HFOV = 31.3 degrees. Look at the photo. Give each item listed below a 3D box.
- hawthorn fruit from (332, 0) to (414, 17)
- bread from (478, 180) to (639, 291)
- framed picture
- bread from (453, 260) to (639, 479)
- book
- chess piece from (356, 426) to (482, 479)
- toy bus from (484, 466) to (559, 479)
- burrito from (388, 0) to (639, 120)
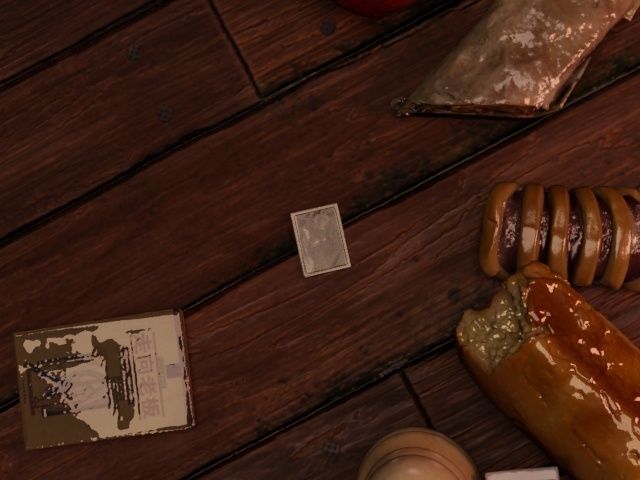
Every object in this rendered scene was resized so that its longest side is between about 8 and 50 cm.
[{"bbox_3d":[0.052,-0.377,1.470,0.235,0.181,0.181,-10,81,5],"label":"hawthorn fruit"},{"bbox_3d":[0.312,-0.007,1.434,0.225,0.081,0.134,2,82,7],"label":"bread"},{"bbox_3d":[0.000,0.000,1.505,0.066,0.006,0.089,-12,82,4],"label":"framed picture"},{"bbox_3d":[0.308,0.192,1.355,0.344,0.195,0.149,43,69,10],"label":"bread"},{"bbox_3d":[-0.285,0.184,1.503,0.231,0.026,0.161,-9,81,5],"label":"book"},{"bbox_3d":[0.112,0.296,1.306,0.167,0.299,0.167,-1,81,5],"label":"chess piece"},{"bbox_3d":[0.236,0.325,1.291,0.113,0.301,0.139,-7,74,8],"label":"toy bus"},{"bbox_3d":[0.264,-0.249,1.465,0.175,0.107,0.348,41,87,23],"label":"burrito"}]
